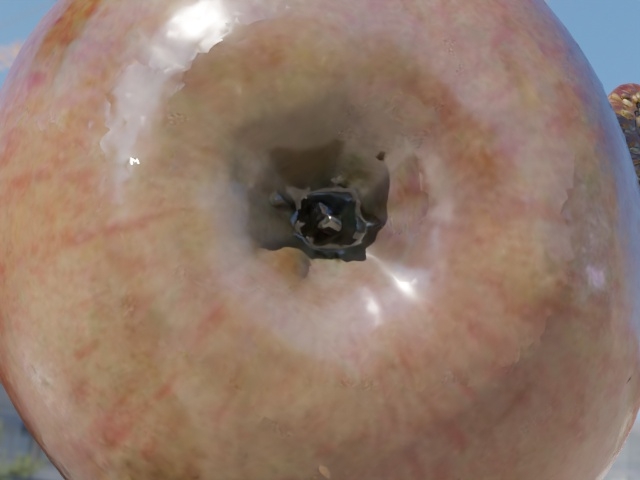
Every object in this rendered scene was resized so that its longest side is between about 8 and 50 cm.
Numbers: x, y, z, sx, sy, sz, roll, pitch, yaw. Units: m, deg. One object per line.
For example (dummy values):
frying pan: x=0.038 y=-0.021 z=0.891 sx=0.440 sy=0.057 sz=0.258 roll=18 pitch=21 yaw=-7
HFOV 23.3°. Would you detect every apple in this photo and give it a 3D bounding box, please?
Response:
apple: x=0.000 y=0.000 z=0.724 sx=0.344 sy=0.345 sz=0.269 roll=13 pitch=-18 yaw=-17

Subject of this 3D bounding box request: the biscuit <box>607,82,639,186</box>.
biscuit: x=0.244 y=-0.058 z=1.067 sx=0.126 sy=0.206 sz=0.025 roll=47 pitch=-60 yaw=1
